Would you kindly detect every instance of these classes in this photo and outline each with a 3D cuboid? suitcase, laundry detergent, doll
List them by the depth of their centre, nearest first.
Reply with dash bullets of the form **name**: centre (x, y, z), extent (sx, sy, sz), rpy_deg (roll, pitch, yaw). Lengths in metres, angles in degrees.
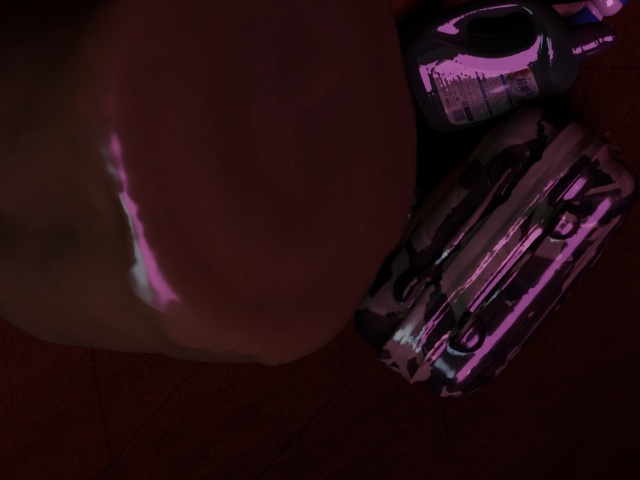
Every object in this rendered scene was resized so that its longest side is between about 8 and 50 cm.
- **laundry detergent**: centre (0.205, -0.202, 1.883), extent (0.221, 0.078, 0.144), rpy_deg (-17, 125, 13)
- **doll**: centre (0.291, -0.247, 1.938), extent (0.143, 0.058, 0.099), rpy_deg (-43, 142, 12)
- **suitcase**: centre (0.192, 0.005, 1.941), extent (0.351, 0.194, 0.339), rpy_deg (-52, 170, 10)

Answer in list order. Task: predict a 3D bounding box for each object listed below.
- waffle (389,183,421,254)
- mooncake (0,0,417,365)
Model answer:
- **waffle**: centre (0.000, -0.001, 2.027), extent (0.249, 0.056, 0.253), rpy_deg (9, 127, -35)
- **mooncake**: centre (-0.122, -0.107, 1.605), extent (0.467, 0.262, 0.467), rpy_deg (-7, 99, -50)
